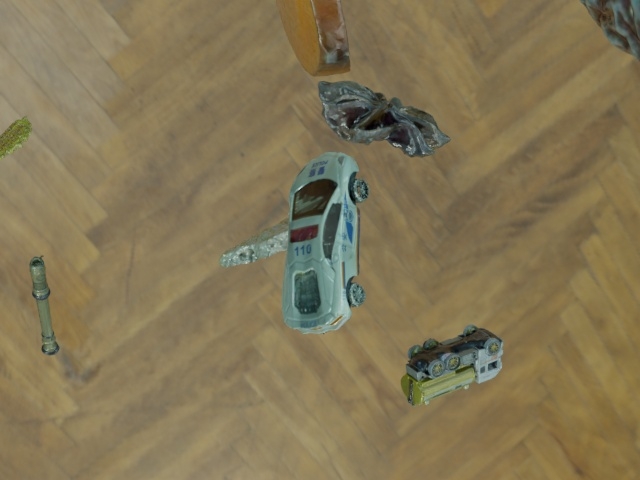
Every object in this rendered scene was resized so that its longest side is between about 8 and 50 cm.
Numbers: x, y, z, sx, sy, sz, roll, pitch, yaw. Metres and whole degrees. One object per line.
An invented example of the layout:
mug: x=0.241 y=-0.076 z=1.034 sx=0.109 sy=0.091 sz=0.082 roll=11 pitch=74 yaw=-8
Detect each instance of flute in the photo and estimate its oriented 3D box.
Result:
flute: x=-0.383 y=0.093 z=1.559 sx=0.027 sy=0.027 sz=0.233 roll=-12 pitch=148 yaw=-16

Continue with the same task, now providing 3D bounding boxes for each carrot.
carrot: x=-0.012 y=-0.396 z=1.785 sx=0.100 sy=0.307 sz=0.258 roll=-17 pitch=144 yaw=-5

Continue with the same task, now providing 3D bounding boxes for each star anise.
star anise: x=0.081 y=-0.182 z=1.675 sx=0.212 sy=0.197 sz=0.073 roll=11 pitch=115 yaw=-28

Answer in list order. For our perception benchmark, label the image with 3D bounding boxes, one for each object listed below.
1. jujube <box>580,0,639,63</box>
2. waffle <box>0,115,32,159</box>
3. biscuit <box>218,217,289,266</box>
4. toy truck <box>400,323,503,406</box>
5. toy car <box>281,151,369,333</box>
jujube: x=0.415 y=-0.288 z=1.239 sx=0.226 sy=0.317 sz=0.226 roll=-12 pitch=134 yaw=-13
waffle: x=-0.450 y=-0.141 z=1.615 sx=0.085 sy=0.078 sz=0.016 roll=-33 pitch=123 yaw=5
biscuit: x=-0.061 y=-0.014 z=2.017 sx=0.265 sy=0.188 sz=0.040 roll=-26 pitch=99 yaw=7
toy truck: x=0.151 y=0.145 z=1.296 sx=0.123 sy=0.052 sz=0.063 roll=-17 pitch=116 yaw=-24
toy car: x=0.000 y=0.000 z=1.214 sx=0.056 sy=0.095 sz=0.205 roll=16 pitch=70 yaw=-45
